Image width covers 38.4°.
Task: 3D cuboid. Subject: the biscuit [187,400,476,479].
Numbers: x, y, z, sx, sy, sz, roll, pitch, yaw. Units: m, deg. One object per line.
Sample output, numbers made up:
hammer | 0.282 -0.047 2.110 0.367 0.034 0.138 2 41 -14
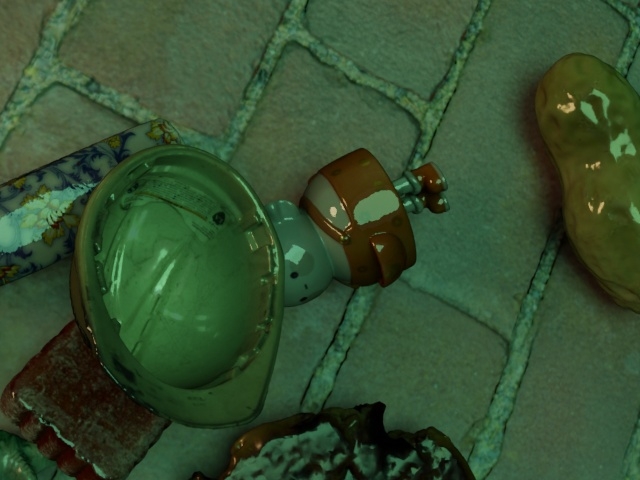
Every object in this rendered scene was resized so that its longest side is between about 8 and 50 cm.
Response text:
biscuit | 0.006 0.308 0.916 0.334 0.081 0.290 -16 92 -18

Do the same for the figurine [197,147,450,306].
figurine | -0.001 -0.007 0.927 0.271 0.143 0.143 -13 90 3

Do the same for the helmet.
helmet | -0.144 0.055 0.803 0.204 0.137 0.258 28 49 -30

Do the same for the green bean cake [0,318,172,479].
green bean cake | -0.204 0.144 0.841 0.135 0.056 0.135 44 46 -5

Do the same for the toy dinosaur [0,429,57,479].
toy dinosaur | -0.359 0.219 0.777 0.382 0.076 0.129 3 56 -27

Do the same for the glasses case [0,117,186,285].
glasses case | -0.235 -0.033 0.861 0.248 0.065 0.087 -28 95 -22

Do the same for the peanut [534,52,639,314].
peanut | 0.335 -0.060 1.045 0.147 0.147 0.319 -25 97 -21
